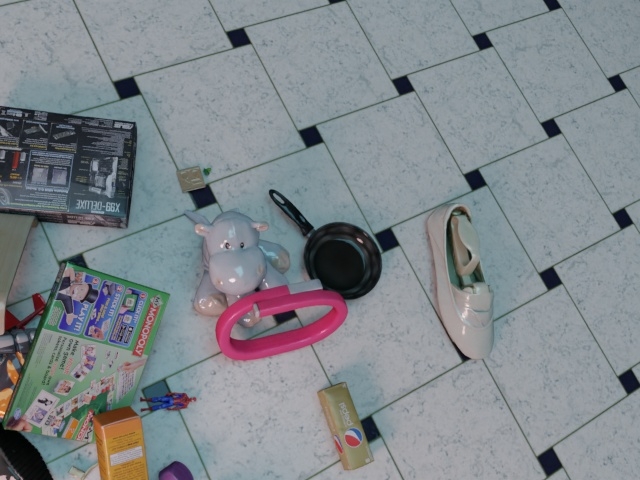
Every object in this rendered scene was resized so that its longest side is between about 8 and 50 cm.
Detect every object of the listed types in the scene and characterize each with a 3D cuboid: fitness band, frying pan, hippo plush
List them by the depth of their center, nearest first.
[{"bbox_3d":[-0.080,0.177,1.387,0.291,0.209,0.054,-10,52,-20],"label":"fitness band"},{"bbox_3d":[-0.160,0.027,1.400,0.234,0.236,0.294,-3,72,-17],"label":"hippo plush"},{"bbox_3d":[-0.007,0.027,1.547,0.326,0.053,0.197,22,66,-6],"label":"frying pan"}]

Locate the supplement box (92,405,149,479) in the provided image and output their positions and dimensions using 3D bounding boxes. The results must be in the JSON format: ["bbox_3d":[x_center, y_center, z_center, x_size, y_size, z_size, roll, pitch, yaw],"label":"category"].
[{"bbox_3d":[-0.375,0.443,1.226,0.080,0.078,0.233,-11,99,-32],"label":"supplement box"}]

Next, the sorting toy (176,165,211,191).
[{"bbox_3d":[-0.298,-0.150,1.545,0.083,0.012,0.062,-15,71,-17],"label":"sorting toy"}]

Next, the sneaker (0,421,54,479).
[{"bbox_3d":[-0.649,0.408,1.202,0.330,0.122,0.146,41,83,0],"label":"sneaker"}]

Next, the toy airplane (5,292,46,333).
[{"bbox_3d":[-0.612,0.171,1.331,0.151,0.028,0.151,5,71,-16],"label":"toy airplane"}]

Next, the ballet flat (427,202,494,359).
[{"bbox_3d":[0.357,0.089,1.588,0.139,0.139,0.400,-5,73,-18],"label":"ballet flat"}]

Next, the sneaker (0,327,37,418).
[{"bbox_3d":[-0.533,0.263,1.286,0.321,0.124,0.180,-3,90,-28],"label":"sneaker"}]

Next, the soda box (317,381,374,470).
[{"bbox_3d":[0.054,0.409,1.423,0.058,0.061,0.181,-16,76,-20],"label":"soda box"}]

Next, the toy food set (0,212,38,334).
[{"bbox_3d":[-0.704,0.052,1.269,0.220,0.092,0.306,5,41,-14],"label":"toy food set"}]

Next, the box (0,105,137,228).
[{"bbox_3d":[-0.574,-0.162,1.434,0.307,0.076,0.242,4,70,-15],"label":"box"}]

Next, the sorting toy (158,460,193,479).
[{"bbox_3d":[-0.219,0.615,1.268,0.126,0.127,0.365,-43,83,5],"label":"sorting toy"}]

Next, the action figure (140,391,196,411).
[{"bbox_3d":[-0.320,0.341,1.358,0.115,0.030,0.038,-2,67,-19],"label":"action figure"}]

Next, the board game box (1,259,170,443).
[{"bbox_3d":[-0.444,0.221,1.240,0.213,0.046,0.317,23,80,-32],"label":"board game box"}]

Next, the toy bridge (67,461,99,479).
[{"bbox_3d":[-0.432,0.402,1.303,0.063,0.026,0.188,30,66,-6],"label":"toy bridge"}]
